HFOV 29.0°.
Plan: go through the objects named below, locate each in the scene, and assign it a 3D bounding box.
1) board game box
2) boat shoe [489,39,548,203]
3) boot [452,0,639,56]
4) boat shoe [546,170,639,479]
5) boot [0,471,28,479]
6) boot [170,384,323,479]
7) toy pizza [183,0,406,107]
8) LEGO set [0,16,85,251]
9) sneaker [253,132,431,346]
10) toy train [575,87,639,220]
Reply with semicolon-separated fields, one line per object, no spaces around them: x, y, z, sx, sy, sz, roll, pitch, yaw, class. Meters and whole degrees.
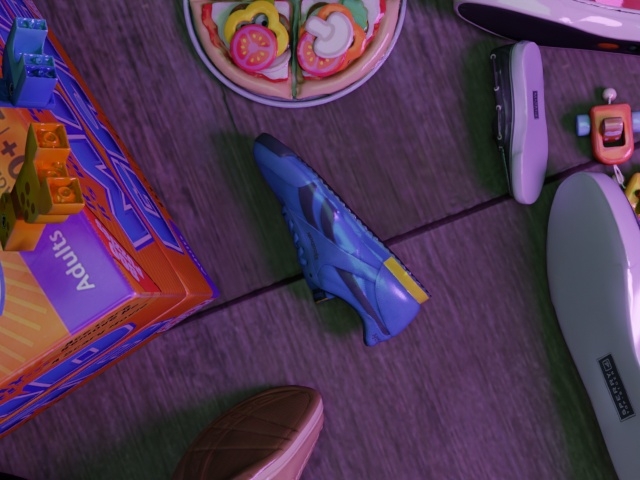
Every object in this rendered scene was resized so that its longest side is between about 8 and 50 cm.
-0.341;-0.009;0.951;0.356;0.356;0.356;-33;86;2;board game box
0.170;-0.102;1.079;0.040;0.049;0.142;-1;89;37;boat shoe
0.238;-0.255;1.061;0.244;0.088;0.176;7;87;-4;boot
0.280;0.083;1.037;0.102;0.108;0.301;-8;72;-28;boat shoe
-0.208;0.455;1.038;0.367;0.146;0.445;16;84;3;boot
-0.051;0.270;1.040;0.095;0.262;0.203;-2;126;35;boot
-0.024;-0.219;1.100;0.201;0.032;0.201;0;87;4;toy pizza
-0.193;-0.045;0.720;0.087;0.093;0.227;1;56;-30;LEGO set
0.000;0.000;1.071;0.082;0.069;0.209;-42;86;5;sneaker
0.306;-0.072;1.064;0.166;0.046;0.125;0;88;4;toy train
